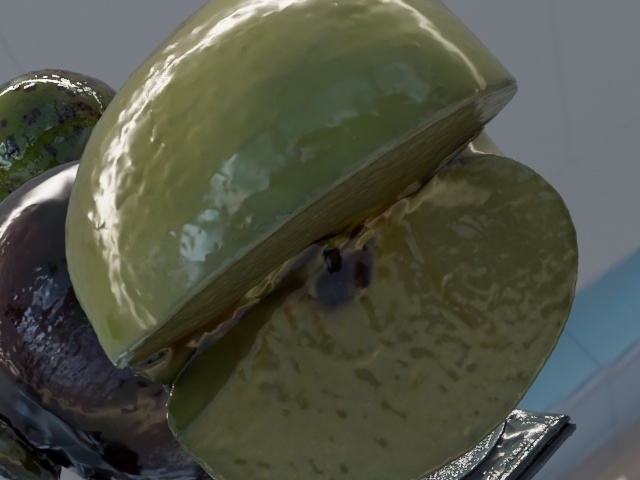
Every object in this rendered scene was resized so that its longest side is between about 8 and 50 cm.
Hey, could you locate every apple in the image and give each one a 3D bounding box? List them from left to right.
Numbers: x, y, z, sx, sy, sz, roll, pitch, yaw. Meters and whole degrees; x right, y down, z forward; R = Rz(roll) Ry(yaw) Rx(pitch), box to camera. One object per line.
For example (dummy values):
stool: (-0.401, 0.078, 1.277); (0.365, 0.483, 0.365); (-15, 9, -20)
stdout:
apple: (-0.011, -0.015, 0.964); (0.258, 0.233, 0.295); (-36, -43, -2)

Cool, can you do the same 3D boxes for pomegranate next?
pomegranate: (-0.311, -0.093, 1.898); (0.198, 0.246, 0.198); (3, -95, -38)

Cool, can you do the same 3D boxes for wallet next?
wallet: (0.125, 0.172, 1.291); (0.129, 0.088, 0.026); (-43, -67, -26)

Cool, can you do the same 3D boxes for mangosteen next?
mangosteen: (-0.161, 0.081, 1.390); (0.293, 0.297, 0.297); (-49, -28, -19)
